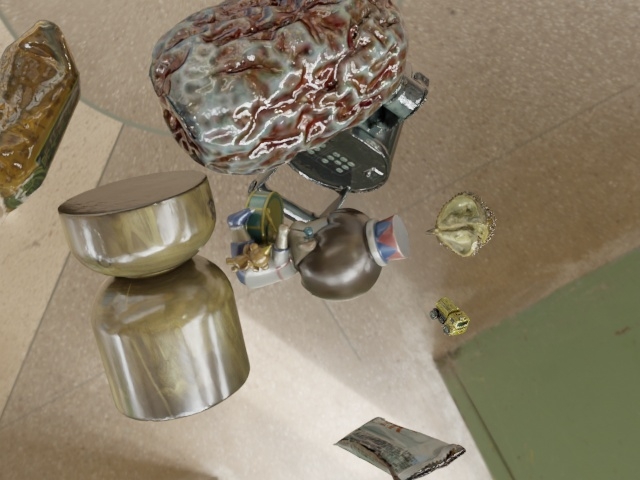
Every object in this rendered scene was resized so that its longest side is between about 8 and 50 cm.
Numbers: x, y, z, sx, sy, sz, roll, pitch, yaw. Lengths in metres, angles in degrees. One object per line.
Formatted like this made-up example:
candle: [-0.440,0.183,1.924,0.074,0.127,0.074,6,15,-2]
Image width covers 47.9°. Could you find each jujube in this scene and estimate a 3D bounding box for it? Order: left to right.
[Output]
jujube: [-0.049,-0.208,0.878,0.317,0.226,0.226,-33,117,-21]

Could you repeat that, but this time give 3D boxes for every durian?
durian: [0.239,-0.019,1.187,0.071,0.140,0.110,16,71,-35]

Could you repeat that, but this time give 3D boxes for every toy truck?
toy truck: [0.287,0.169,1.587,0.049,0.083,0.054,-8,130,-32]

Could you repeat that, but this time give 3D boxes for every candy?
candy: [-0.395,-0.146,0.961,0.101,0.143,0.271,13,67,-9]

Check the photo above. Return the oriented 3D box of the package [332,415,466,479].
package: [0.036,0.108,0.378,0.037,0.110,0.015,-19,91,-17]

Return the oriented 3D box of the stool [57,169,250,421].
stool: [-0.198,0.064,0.887,0.179,0.179,0.264,-11,109,-4]

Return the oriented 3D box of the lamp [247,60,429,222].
lamp: [0.049,-0.229,1.323,0.205,0.272,0.374,31,133,-23]

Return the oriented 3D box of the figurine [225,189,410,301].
figurine: [-0.002,0.009,1.097,0.276,0.161,0.158,8,73,13]
